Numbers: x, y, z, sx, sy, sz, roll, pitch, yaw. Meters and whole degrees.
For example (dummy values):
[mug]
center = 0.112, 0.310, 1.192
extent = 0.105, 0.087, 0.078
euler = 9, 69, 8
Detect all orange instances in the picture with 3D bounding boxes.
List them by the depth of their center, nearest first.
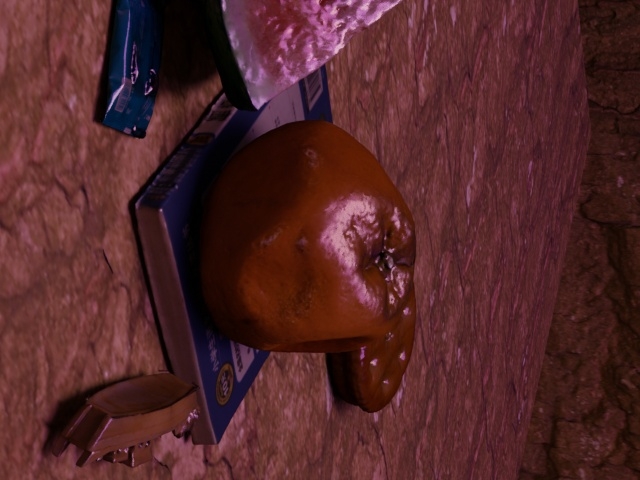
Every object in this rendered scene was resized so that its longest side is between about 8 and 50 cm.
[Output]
[orange]
center = 0.000, 0.000, 1.304
extent = 0.249, 0.183, 0.249
euler = 7, 90, -69

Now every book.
[book]
center = -0.068, -0.027, 1.435
extent = 0.428, 0.039, 0.300
euler = -59, 148, -50

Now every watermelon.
[watermelon]
center = -0.023, -0.305, 1.289
extent = 0.222, 0.319, 0.292
euler = 54, -4, -21

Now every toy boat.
[toy boat]
center = -0.170, 0.166, 1.185
extent = 0.206, 0.064, 0.072
euler = -9, 121, -68

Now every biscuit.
[biscuit]
center = 0.071, 0.126, 1.827
extent = 0.220, 0.066, 0.220
euler = 6, 90, -67

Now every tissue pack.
[tissue pack]
center = -0.160, -0.162, 1.168
extent = 0.085, 0.028, 0.138
euler = 20, 73, -69
